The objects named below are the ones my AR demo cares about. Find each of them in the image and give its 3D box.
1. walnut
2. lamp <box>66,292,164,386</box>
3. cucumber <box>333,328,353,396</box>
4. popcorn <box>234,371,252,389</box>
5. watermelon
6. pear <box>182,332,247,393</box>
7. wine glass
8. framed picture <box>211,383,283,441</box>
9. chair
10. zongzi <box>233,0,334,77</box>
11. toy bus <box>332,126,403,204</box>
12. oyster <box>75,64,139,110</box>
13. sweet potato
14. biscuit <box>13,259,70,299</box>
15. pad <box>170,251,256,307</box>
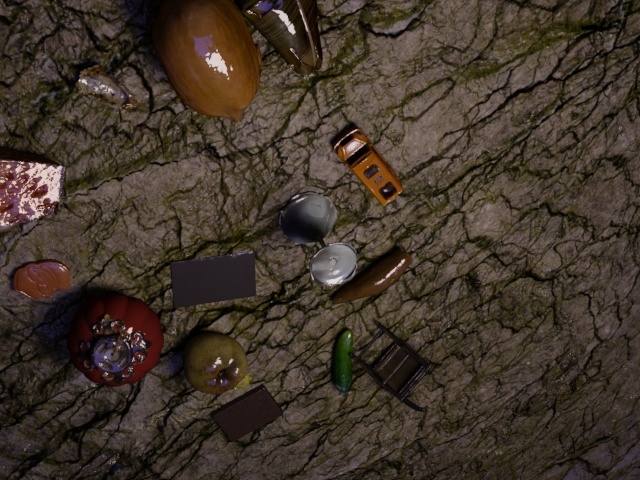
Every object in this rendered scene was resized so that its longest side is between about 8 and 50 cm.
[{"bbox_3d":[-0.227,-0.365,1.531,0.203,0.203,0.298,-20,124,-5],"label":"walnut"},{"bbox_3d":[-0.488,0.235,1.824,0.226,0.227,0.227,-8,123,-13],"label":"lamp"},{"bbox_3d":[0.064,0.354,2.166,0.056,0.056,0.250,-7,120,-14],"label":"cucumber"},{"bbox_3d":[-0.229,0.371,2.082,0.083,0.060,0.068,24,143,-5],"label":"popcorn"},{"bbox_3d":[-0.670,-0.115,1.600,0.256,0.140,0.193,-8,119,-25],"label":"watermelon"},{"bbox_3d":[-0.276,0.318,1.982,0.167,0.136,0.167,-10,120,-17],"label":"pear"},{"bbox_3d":[0.000,0.000,1.812,0.156,0.232,0.156,-9,123,-13],"label":"wine glass"},{"bbox_3d":[-0.208,0.494,2.186,0.168,0.023,0.128,-29,125,1],"label":"framed picture"},{"bbox_3d":[0.221,0.363,2.150,0.141,0.154,0.260,-49,133,1],"label":"chair"},{"bbox_3d":[-0.019,-0.485,1.582,0.241,0.111,0.247,-43,129,3],"label":"zongzi"},{"bbox_3d":[0.115,-0.177,1.825,0.083,0.088,0.194,-39,125,9],"label":"toy bus"},{"bbox_3d":[-0.446,-0.311,1.595,0.086,0.029,0.132,-29,129,9],"label":"oyster"},{"bbox_3d":[0.141,0.109,2.027,0.243,0.077,0.077,-38,125,12],"label":"sweet potato"},{"bbox_3d":[-0.652,0.092,1.789,0.130,0.019,0.102,-14,123,-8],"label":"biscuit"},{"bbox_3d":[-0.268,0.099,1.928,0.211,0.003,0.143,-7,123,-14],"label":"pad"}]
